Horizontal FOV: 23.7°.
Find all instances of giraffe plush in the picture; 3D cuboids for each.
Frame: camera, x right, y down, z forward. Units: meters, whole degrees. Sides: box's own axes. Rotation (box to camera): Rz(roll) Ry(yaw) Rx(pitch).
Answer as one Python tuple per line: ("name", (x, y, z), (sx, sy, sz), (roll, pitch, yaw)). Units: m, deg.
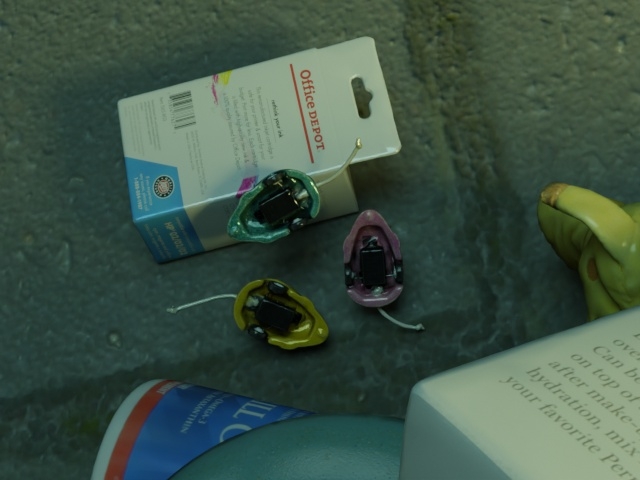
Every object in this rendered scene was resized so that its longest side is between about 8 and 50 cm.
("giraffe plush", (0.188, 0.068, 0.862), (0.181, 0.210, 0.171), (13, 92, 15))

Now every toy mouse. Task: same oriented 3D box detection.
("toy mouse", (0.000, 0.000, 0.970), (0.161, 0.031, 0.143), (17, 100, -2))

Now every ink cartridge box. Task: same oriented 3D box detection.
("ink cartridge box", (-0.038, -0.062, 1.032), (0.181, 0.061, 0.104), (-14, 58, 4))

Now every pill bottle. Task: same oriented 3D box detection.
("pill bottle", (-0.009, 0.158, 0.859), (0.221, 0.124, 0.124), (11, 62, 17))

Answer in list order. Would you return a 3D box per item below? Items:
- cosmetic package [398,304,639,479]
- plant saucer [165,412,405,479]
("cosmetic package", (0.275, 0.119, 0.665), (0.453, 0.161, 0.230), (-15, 36, -29))
("plant saucer", (0.011, 0.247, 0.763), (0.317, 0.043, 0.318), (-1, 88, 18))
